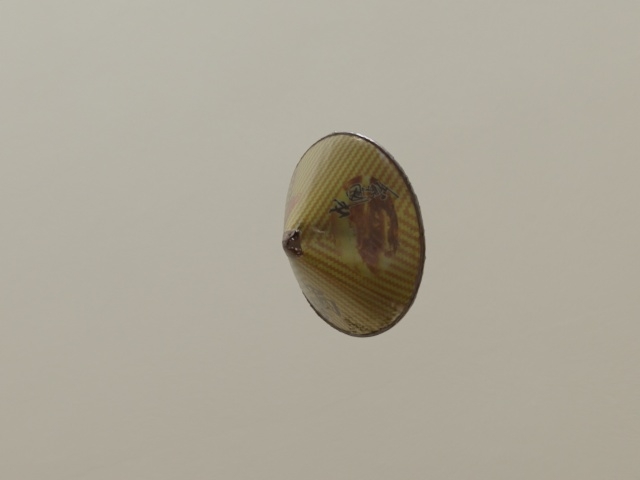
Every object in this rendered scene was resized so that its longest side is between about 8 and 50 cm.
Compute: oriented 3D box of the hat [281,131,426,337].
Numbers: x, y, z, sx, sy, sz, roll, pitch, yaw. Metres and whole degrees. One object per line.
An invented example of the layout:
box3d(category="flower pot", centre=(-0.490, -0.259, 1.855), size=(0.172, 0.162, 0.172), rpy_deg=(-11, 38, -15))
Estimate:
box3d(category="hat", centre=(0.000, 0.000, 0.853), size=(0.193, 0.082, 0.193), rpy_deg=(13, -72, 47))
